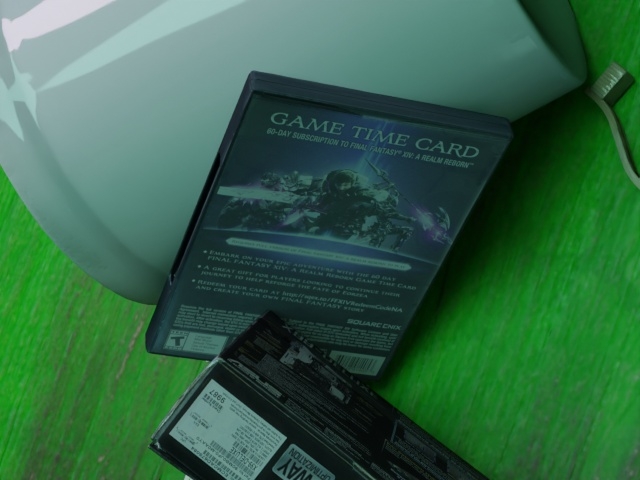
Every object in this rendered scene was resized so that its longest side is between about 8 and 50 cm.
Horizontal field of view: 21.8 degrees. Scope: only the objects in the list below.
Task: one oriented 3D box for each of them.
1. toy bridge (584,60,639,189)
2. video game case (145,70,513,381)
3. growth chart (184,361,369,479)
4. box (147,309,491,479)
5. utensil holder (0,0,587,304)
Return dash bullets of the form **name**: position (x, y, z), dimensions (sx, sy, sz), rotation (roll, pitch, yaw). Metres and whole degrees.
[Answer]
- **toy bridge**: position (0.268, -0.060, 1.267), dimensions (0.063, 0.026, 0.188), rotation (-50, 61, 10)
- **video game case**: position (0.000, 0.000, 1.228), dimensions (0.026, 0.196, 0.274), rotation (-101, 27, -45)
- **growth chart**: position (-0.040, 0.173, 1.381), dimensions (0.172, 0.021, 0.237), rotation (4, 78, 29)
- **box**: position (0.046, 0.179, 1.138), dimensions (0.307, 0.242, 0.076), rotation (37, 97, 1)
- **utensil holder**: position (-0.030, -0.169, 1.290), dimensions (0.385, 0.327, 0.327), rotation (-25, 67, 19)
